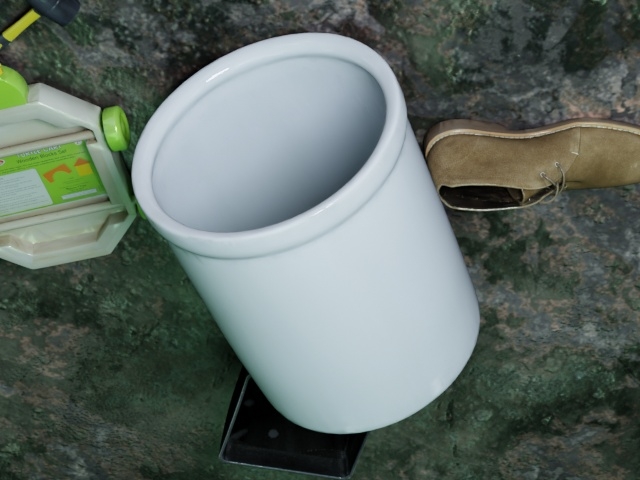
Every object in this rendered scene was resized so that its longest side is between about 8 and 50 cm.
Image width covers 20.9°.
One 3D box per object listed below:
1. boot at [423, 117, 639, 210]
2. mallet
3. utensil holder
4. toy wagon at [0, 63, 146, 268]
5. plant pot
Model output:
[{"bbox_3d":[0.284,-0.082,2.159,0.305,0.115,0.112,-1,132,-3],"label":"boot"},{"bbox_3d":[-0.355,-0.238,2.040,0.062,0.039,0.190,28,132,-29],"label":"mallet"},{"bbox_3d":[0.000,0.000,2.084,0.328,0.327,0.385,-16,134,13],"label":"utensil holder"},{"bbox_3d":[-0.361,-0.103,2.143,0.267,0.068,0.344,-12,133,8],"label":"toy wagon"},{"bbox_3d":[-0.029,0.194,2.373,0.188,0.167,0.188,9,134,-12],"label":"plant pot"}]
